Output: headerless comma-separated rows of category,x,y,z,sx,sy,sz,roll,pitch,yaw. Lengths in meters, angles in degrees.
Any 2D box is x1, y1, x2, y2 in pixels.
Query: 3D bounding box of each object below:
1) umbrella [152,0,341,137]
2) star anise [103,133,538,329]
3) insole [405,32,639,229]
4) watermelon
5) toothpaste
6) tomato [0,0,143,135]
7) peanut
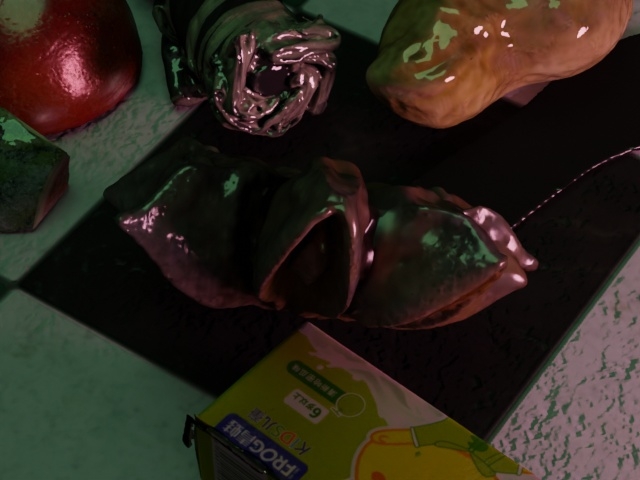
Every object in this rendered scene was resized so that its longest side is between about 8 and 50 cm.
umbrella,-0.094,-0.203,1.454,0.113,0.106,0.358,-12,41,-20
star anise,-0.018,-0.005,1.170,0.315,0.315,0.108,15,93,16
insole,0.202,-0.085,1.376,0.348,0.009,0.119,-32,53,-23
watermelon,-0.231,-0.047,1.341,0.084,0.072,0.092,43,101,20
toothpaste,0.070,0.179,1.104,0.327,0.077,0.110,33,56,27
tomato,-0.234,-0.175,1.412,0.173,0.099,0.189,-35,63,-25
peanut,0.139,-0.167,1.372,0.253,0.122,0.137,-26,26,-17
